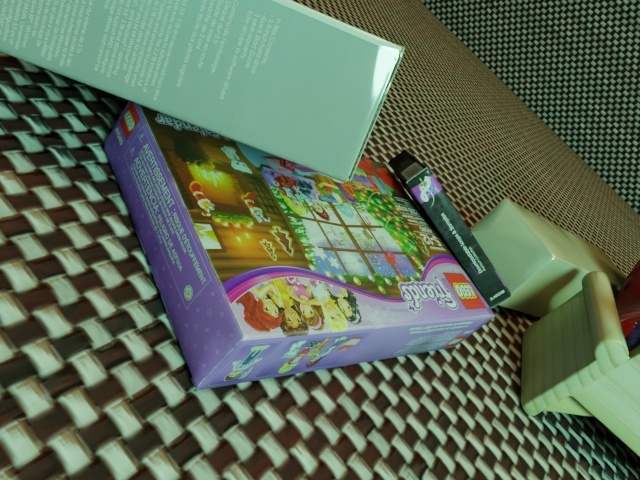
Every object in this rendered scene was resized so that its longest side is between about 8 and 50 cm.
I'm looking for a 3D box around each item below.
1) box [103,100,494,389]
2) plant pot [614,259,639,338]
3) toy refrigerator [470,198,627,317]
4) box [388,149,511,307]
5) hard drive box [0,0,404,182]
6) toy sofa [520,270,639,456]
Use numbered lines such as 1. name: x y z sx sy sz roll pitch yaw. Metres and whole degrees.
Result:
1. box: 0.000 0.000 0.446 0.293 0.057 0.200 5 47 -48
2. plant pot: 0.465 0.069 0.650 0.191 0.191 0.174 38 71 -8
3. toy refrigerator: 0.305 0.045 0.727 0.270 0.094 0.102 17 35 -40
4. box: 0.133 -0.016 0.585 0.162 0.029 0.116 52 9 -15
5. hard drive box: -0.078 -0.136 0.393 0.232 0.089 0.181 20 16 -10
6. toy sofa: 0.389 0.194 0.548 0.362 0.177 0.150 42 30 0
